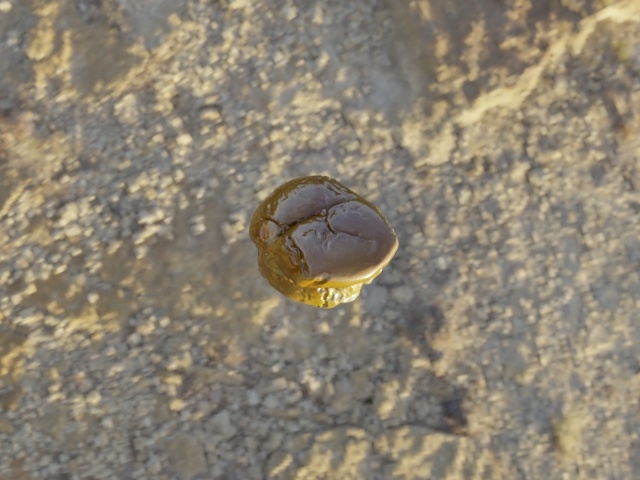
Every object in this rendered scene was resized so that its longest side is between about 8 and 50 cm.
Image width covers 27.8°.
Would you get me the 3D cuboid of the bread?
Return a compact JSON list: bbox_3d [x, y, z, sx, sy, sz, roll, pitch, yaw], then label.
[{"bbox_3d":[0.000,0.000,0.733,0.081,0.046,0.083,-8,46,-11],"label":"bread"}]
